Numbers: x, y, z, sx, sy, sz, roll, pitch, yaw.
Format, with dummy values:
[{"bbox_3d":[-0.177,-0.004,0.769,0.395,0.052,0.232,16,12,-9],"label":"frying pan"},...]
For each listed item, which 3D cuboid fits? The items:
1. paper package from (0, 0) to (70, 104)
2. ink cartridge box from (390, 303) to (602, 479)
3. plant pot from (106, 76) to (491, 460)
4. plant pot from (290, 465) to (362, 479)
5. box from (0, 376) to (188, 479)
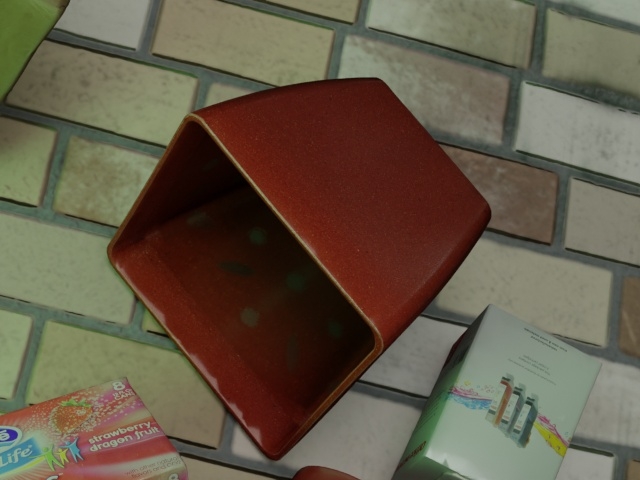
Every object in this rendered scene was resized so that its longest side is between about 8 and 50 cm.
[{"bbox_3d":[-0.396,-0.258,1.575,0.324,0.309,0.168,28,50,-16],"label":"paper package"},{"bbox_3d":[0.166,0.180,1.684,0.127,0.128,0.176,29,64,-2],"label":"ink cartridge box"},{"bbox_3d":[0.000,0.000,1.658,0.235,0.267,0.267,-33,79,-36],"label":"plant pot"},{"bbox_3d":[0.016,0.321,1.551,0.191,0.191,0.174,34,66,1],"label":"plant pot"},{"bbox_3d":[-0.271,0.250,1.500,0.299,0.142,0.154,-16,34,-20],"label":"box"}]
